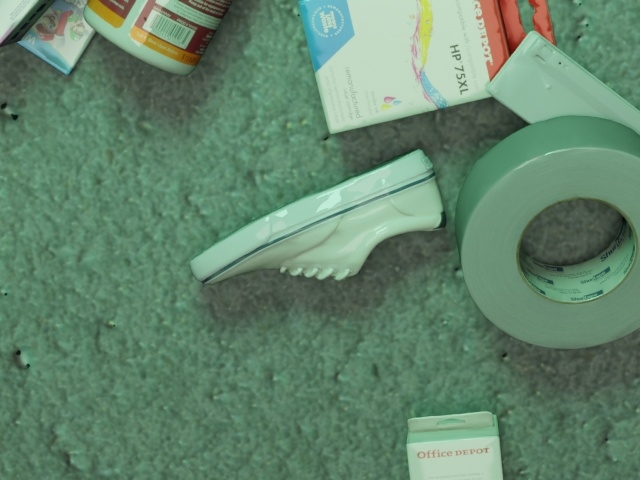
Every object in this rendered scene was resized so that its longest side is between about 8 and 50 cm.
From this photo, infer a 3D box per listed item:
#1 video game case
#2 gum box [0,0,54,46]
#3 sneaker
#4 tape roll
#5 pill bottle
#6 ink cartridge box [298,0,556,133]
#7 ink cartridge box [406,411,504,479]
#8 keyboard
[{"bbox_3d":[-0.253,-0.263,1.833,0.119,0.015,0.166,33,101,-3],"label":"video game case"},{"bbox_3d":[-0.257,-0.272,1.768,0.062,0.107,0.188,43,100,-4],"label":"gum box"},{"bbox_3d":[0.000,0.000,1.822,0.258,0.094,0.091,-23,93,7],"label":"sneaker"},{"bbox_3d":[0.239,-0.006,1.782,0.219,0.072,0.219,-1,119,-2],"label":"tape roll"},{"bbox_3d":[-0.122,-0.277,1.768,0.121,0.121,0.221,31,101,-2],"label":"pill bottle"},{"bbox_3d":[0.106,-0.195,1.789,0.231,0.078,0.134,-13,100,5],"label":"ink cartridge box"},{"bbox_3d":[0.136,0.237,1.857,0.092,0.090,0.143,-5,99,4],"label":"ink cartridge box"},{"bbox_3d":[0.273,-0.102,1.787,0.256,0.014,0.072,34,107,-22],"label":"keyboard"}]
